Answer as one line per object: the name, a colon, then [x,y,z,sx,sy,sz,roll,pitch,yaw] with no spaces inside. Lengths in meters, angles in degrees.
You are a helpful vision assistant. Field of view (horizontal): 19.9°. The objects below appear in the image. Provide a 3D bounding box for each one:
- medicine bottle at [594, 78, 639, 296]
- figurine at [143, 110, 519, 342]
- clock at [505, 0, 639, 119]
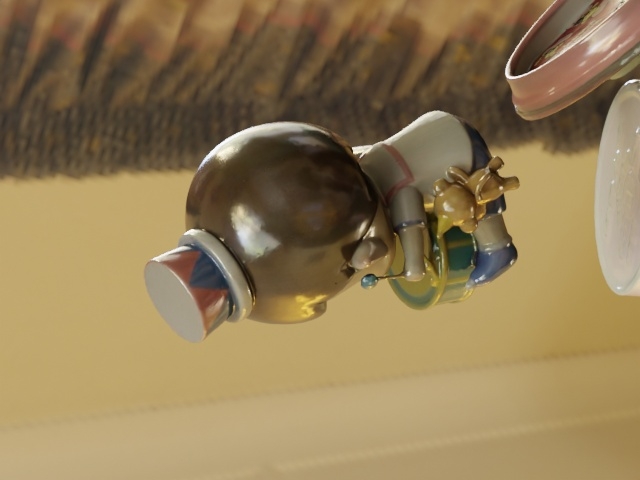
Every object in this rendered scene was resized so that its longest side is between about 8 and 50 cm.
medicine bottle: [0.438,-0.034,1.541,0.379,0.213,0.213,3,-146,-7]
figurine: [0.001,-0.008,1.309,0.275,0.158,0.161,-6,-144,-25]
clock: [0.249,-0.189,1.493,0.056,0.244,0.244,46,-150,-10]
